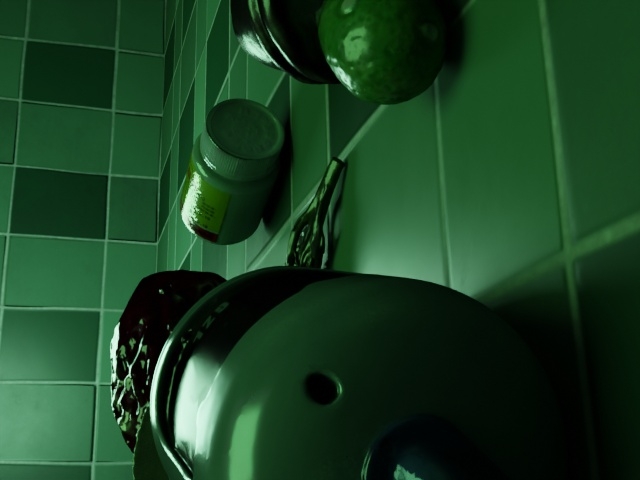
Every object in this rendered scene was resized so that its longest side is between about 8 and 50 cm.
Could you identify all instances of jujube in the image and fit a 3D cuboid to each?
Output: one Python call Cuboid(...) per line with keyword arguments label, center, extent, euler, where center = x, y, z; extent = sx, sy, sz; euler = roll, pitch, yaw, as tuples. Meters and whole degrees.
Cuboid(label="jujube", center=(-0.224, 0.206, 1.428), extent=(0.376, 0.259, 0.258), euler=(-112, 30, -44))

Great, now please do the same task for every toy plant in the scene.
Cuboid(label="toy plant", center=(0.025, -0.229, 0.811), extent=(0.235, 0.175, 0.218), euler=(2, 81, 48))

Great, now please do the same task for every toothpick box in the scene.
Cuboid(label="toothpick box", center=(0.028, 0.145, 0.605), extent=(0.355, 0.263, 0.262), euler=(176, 98, -73))

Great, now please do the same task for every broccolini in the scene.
Cuboid(label="broccolini", center=(-0.019, -0.008, 1.057), extent=(0.091, 0.068, 0.202), euler=(-73, -7, -75))

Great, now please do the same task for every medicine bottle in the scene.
Cuboid(label="medicine bottle", center=(-0.140, -0.104, 1.354), extent=(0.225, 0.139, 0.139), euler=(117, 152, -53))

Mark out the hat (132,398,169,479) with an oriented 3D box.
Cuboid(label="hat", center=(-0.098, 0.275, 1.097), extent=(0.130, 0.257, 0.257), euler=(54, -150, -64))
